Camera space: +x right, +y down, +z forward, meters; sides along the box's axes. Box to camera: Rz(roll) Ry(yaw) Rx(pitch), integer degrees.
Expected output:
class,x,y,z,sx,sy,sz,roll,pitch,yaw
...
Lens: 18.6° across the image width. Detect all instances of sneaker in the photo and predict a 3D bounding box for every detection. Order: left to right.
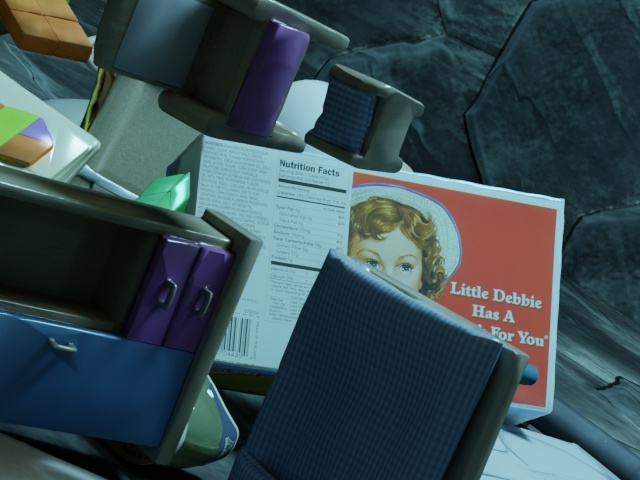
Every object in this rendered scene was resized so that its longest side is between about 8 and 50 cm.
class,x,y,z,sx,sy,sz,roll,pitch,yaw
sneaker,-0.121,0.073,1.175,0.192,0.064,0.086,44,14,34

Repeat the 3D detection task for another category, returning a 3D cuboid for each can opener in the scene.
class,x,y,z,sx,sy,sz,roll,pitch,yaw
can opener,0.230,0.202,1.572,0.283,0.076,0.095,36,10,37

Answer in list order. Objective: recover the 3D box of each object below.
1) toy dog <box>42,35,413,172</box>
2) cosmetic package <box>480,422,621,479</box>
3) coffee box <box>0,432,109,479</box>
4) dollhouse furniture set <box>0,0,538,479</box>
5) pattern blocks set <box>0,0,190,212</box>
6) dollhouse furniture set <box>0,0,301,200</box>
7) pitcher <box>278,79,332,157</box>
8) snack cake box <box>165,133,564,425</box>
class,x,y,z,sx,sy,sz,roll,pitch,yaw
toy dog,-0.081,-0.036,1.633,0.334,0.161,0.220,14,28,3
cosmetic package,0.176,0.233,1.168,0.284,0.097,0.377,18,16,-46
coffee box,-0.125,0.136,0.688,0.246,0.098,0.141,27,9,-22
dollhouse furniture set,-0.047,0.038,0.910,0.198,0.286,0.303,15,12,-42
pattern blocks set,-0.236,-0.073,1.159,0.325,0.026,0.285,27,47,-2
dollhouse furniture set,-0.190,-0.064,1.377,0.301,0.197,0.151,31,-13,-26
pitcher,0.000,0.000,1.482,0.125,0.178,0.207,-5,58,-31
snack cake box,0.025,0.031,1.309,0.264,0.152,0.089,10,-17,-18
